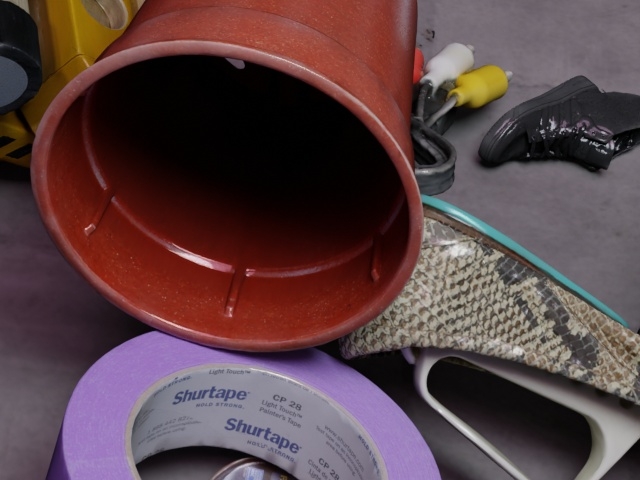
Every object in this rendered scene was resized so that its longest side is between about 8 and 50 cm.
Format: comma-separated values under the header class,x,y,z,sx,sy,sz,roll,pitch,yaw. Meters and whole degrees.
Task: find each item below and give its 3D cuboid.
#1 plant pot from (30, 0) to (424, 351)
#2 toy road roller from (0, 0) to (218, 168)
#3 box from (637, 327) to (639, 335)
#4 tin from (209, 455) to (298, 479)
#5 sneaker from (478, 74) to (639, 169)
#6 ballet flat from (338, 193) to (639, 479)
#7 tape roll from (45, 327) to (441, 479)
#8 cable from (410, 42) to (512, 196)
class,x,y,z,sx,sy,sz,roll,pitch,yaw
plant pot,-0.044,-0.106,1.160,0.272,0.272,0.265,14,42,0
toy road roller,-0.260,-0.146,1.327,0.330,0.241,0.202,18,48,-43
box,0.363,-0.024,1.279,0.103,0.261,0.184,27,60,8
tin,-0.050,0.255,1.182,0.106,0.040,0.189,10,57,2
sneaker,0.232,-0.096,1.426,0.170,0.051,0.089,-31,63,-27
ballet flat,0.232,0.131,1.226,0.483,0.164,0.182,23,77,-8
tape roll,-0.055,0.183,1.109,0.275,0.090,0.274,14,35,-10
cable,0.077,-0.118,1.340,0.140,0.072,0.287,15,21,10
